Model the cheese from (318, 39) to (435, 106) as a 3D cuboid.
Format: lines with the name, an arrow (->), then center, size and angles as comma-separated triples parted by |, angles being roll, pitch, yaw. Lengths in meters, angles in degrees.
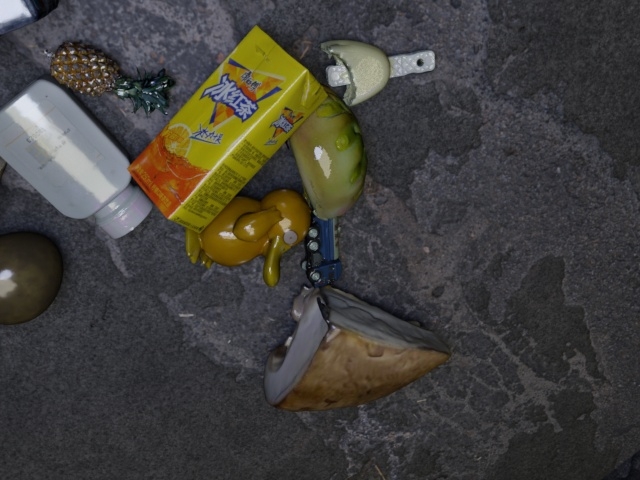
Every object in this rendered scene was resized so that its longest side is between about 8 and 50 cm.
cheese -> 0.117, -0.339, 1.120 | 0.235, 0.050, 0.127 | -15, 112, -14

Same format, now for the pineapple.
pineapple -> -0.367, -0.287, 1.002 | 0.221, 0.103, 0.083 | 17, 122, -17

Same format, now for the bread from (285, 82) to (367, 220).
bread -> 0.022, -0.168, 1.122 | 0.158, 0.156, 0.261 | -19, 120, -3

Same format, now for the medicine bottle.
medicine bottle -> -0.445, -0.141, 1.045 | 0.161, 0.111, 0.296 | -39, 118, 2

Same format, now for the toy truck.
toy truck -> 0.000, 0.000, 1.257 | 0.088, 0.074, 0.202 | -13, 119, -18

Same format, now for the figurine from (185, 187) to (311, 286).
figurine -> -0.141, -0.021, 1.150 | 0.228, 0.215, 0.215 | 14, 114, 5

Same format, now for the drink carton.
drink carton -> -0.166, -0.194, 1.034 | 0.351, 0.154, 0.111 | -46, 157, 5

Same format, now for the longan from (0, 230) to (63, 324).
longan -> -0.575, 0.073, 1.095 | 0.159, 0.204, 0.185 | 28, 70, 9

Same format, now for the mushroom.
mushroom -> 0.100, 0.293, 1.342 | 0.397, 0.224, 0.314 | 18, 109, -23

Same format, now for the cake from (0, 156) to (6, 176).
cake -> -0.622, -0.048, 1.021 | 0.159, 0.158, 0.262 | -9, 121, -8

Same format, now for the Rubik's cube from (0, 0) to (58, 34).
Rubik's cube -> -0.567, -0.397, 0.771 | 0.287, 0.292, 0.293 | -24, 123, -6
